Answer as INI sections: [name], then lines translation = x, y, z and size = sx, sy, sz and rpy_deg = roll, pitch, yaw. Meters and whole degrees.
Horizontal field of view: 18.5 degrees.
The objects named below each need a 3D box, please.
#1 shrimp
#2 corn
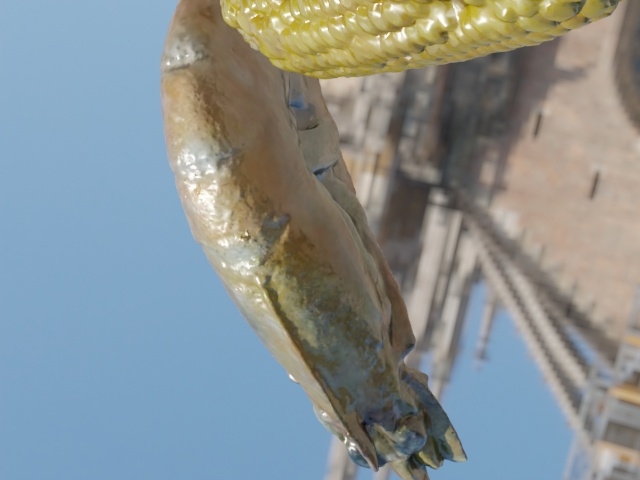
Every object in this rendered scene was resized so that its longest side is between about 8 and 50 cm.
[shrimp]
translation = 0.000, 0.000, 1.063
size = 0.077, 0.317, 0.168
rpy_deg = -13, -152, 26
[corn]
translation = 0.044, -0.117, 0.813
size = 0.097, 0.097, 0.262
rpy_deg = -4, 176, -33
